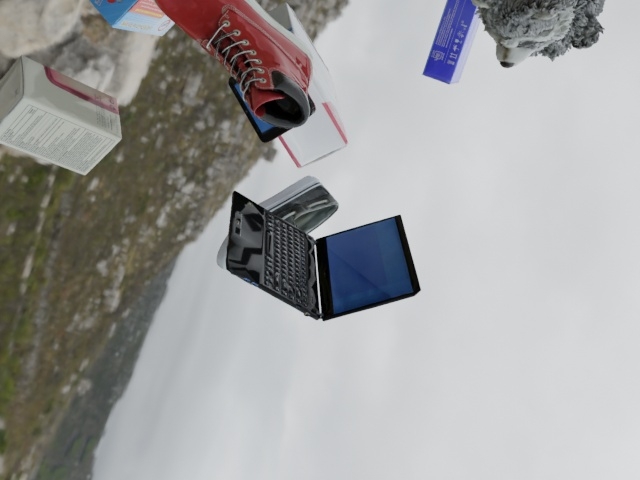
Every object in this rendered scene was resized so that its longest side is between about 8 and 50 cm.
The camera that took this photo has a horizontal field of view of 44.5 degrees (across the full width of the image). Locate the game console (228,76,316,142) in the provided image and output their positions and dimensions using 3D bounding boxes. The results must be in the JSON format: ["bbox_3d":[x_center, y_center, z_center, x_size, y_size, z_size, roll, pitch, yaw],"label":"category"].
[{"bbox_3d":[-0.091,-0.270,1.447,0.085,0.144,0.124,-32,-176,-20],"label":"game console"}]

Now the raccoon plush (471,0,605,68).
[{"bbox_3d":[0.385,-0.526,1.409,0.299,0.216,0.447,7,84,-64],"label":"raccoon plush"}]

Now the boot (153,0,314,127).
[{"bbox_3d":[-0.113,-0.244,0.996,0.088,0.244,0.176,-46,-156,31],"label":"boot"}]

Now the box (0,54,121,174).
[{"bbox_3d":[-0.562,-0.259,1.654,0.148,0.232,0.127,-36,-128,29],"label":"box"}]

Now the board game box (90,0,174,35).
[{"bbox_3d":[-0.365,-0.638,1.890,0.302,0.086,0.308,-40,-179,15],"label":"board game box"}]

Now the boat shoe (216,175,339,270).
[{"bbox_3d":[-0.089,-0.030,1.797,0.335,0.119,0.121,-41,154,-27],"label":"boat shoe"}]

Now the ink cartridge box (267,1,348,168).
[{"bbox_3d":[-0.058,-0.338,1.689,0.131,0.226,0.306,-27,-144,11],"label":"ink cartridge box"}]

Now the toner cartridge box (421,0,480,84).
[{"bbox_3d":[0.343,-0.550,1.855,0.165,0.075,0.348,-37,147,-70],"label":"toner cartridge box"}]

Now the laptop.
[{"bbox_3d":[0.000,0.000,1.230,0.136,0.264,0.234,-50,-158,23],"label":"laptop"}]
